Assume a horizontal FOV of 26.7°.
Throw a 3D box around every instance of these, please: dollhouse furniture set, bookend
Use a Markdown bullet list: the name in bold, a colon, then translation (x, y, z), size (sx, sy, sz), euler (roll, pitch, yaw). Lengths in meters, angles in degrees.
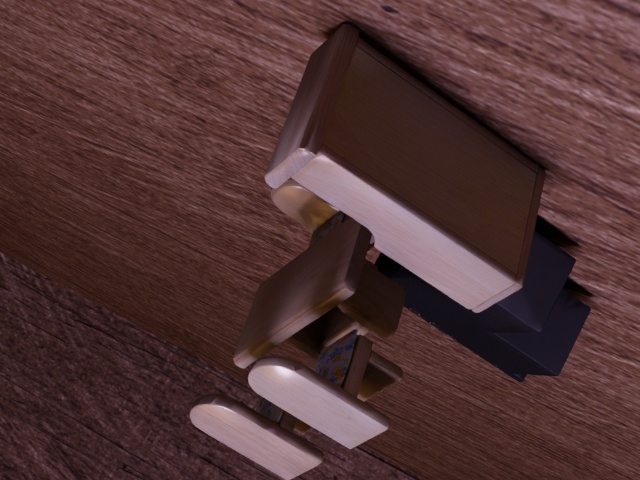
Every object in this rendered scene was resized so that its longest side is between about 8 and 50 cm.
- **dollhouse furniture set**: translation (0.000, 0.000, 0.879), size (0.161, 0.212, 0.242), euler (33, 139, -18)
- **bookend**: translation (0.141, 0.037, 0.979), size (0.156, 0.072, 0.157), euler (34, 165, -17)
